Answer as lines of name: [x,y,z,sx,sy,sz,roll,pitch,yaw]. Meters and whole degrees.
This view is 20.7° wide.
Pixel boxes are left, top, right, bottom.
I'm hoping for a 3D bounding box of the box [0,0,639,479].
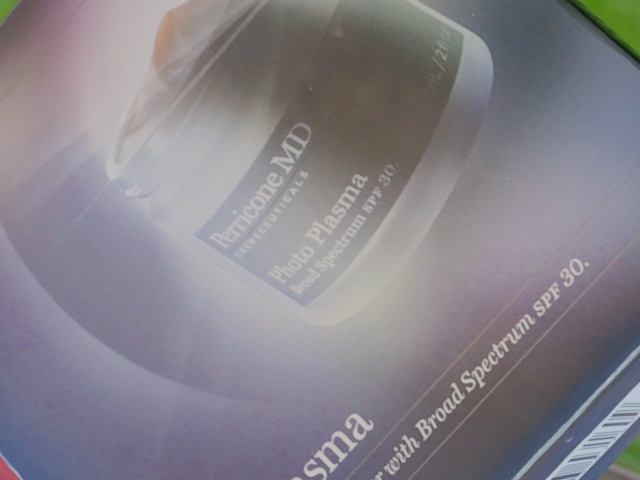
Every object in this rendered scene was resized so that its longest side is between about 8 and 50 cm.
box: [0.000,0.000,0.752,0.294,0.296,0.183,45,-169,19]
